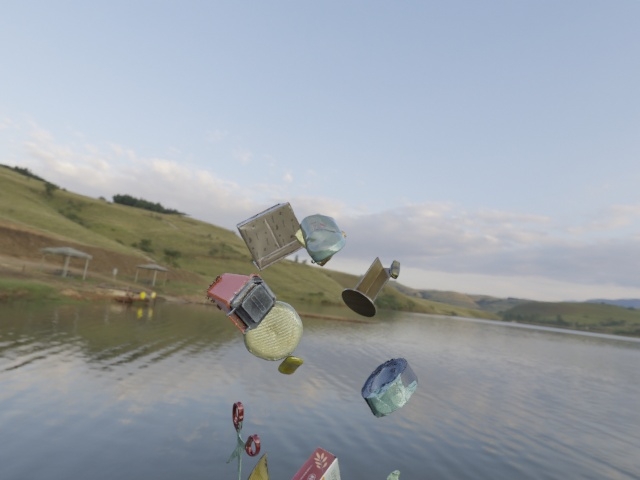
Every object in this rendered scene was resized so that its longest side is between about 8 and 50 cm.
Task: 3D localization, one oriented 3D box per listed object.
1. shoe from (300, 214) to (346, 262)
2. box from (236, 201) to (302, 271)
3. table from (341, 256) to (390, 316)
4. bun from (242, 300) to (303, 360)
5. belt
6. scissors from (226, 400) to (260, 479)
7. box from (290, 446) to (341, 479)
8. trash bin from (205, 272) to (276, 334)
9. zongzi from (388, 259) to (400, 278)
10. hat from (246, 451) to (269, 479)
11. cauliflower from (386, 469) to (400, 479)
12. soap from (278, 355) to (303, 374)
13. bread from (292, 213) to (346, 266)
[{"bbox_3d":[-0.002,-0.027,1.145,0.103,0.100,0.251,-26,18,3],"label":"shoe"},{"bbox_3d":[-0.205,-0.027,1.721,0.225,0.190,0.297,-28,11,-10],"label":"box"},{"bbox_3d":[0.220,0.192,1.827,0.167,0.227,0.167,27,-35,21],"label":"table"},{"bbox_3d":[-0.219,0.421,1.989,0.287,0.287,0.146,7,-1,1],"label":"bun"},{"bbox_3d":[0.199,0.418,1.208,0.151,0.078,0.198,-31,2,33],"label":"belt"},{"bbox_3d":[-0.213,0.551,1.113,0.017,0.248,0.144,-6,37,-35],"label":"scissors"},{"bbox_3d":[-0.060,1.237,1.954,0.122,0.345,0.385,12,31,35],"label":"box"},{"bbox_3d":[-0.305,0.219,1.547,0.238,0.184,0.161,7,-41,45],"label":"trash bin"},{"bbox_3d":[0.267,0.126,1.578,0.040,0.076,0.083,24,-43,-4],"label":"zongzi"},{"bbox_3d":[-0.243,0.977,1.728,0.082,0.193,0.193,27,-5,11],"label":"hat"},{"bbox_3d":[0.286,1.101,1.660,0.260,0.327,0.281,-28,20,-14],"label":"cauliflower"},{"bbox_3d":[-0.139,0.580,1.971,0.089,0.045,0.140,18,-52,-28],"label":"soap"},{"bbox_3d":[0.000,0.000,1.457,0.147,0.152,0.127,44,0,11],"label":"bread"}]
